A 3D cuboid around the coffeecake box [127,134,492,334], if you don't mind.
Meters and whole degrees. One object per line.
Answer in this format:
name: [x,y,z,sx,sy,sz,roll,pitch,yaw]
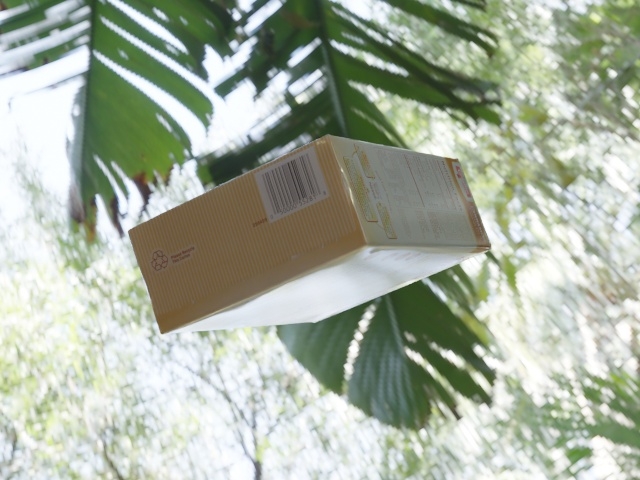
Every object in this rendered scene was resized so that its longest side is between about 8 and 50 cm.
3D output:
coffeecake box: [0.000,0.000,0.806,0.142,0.068,0.185,-24,-12,25]
